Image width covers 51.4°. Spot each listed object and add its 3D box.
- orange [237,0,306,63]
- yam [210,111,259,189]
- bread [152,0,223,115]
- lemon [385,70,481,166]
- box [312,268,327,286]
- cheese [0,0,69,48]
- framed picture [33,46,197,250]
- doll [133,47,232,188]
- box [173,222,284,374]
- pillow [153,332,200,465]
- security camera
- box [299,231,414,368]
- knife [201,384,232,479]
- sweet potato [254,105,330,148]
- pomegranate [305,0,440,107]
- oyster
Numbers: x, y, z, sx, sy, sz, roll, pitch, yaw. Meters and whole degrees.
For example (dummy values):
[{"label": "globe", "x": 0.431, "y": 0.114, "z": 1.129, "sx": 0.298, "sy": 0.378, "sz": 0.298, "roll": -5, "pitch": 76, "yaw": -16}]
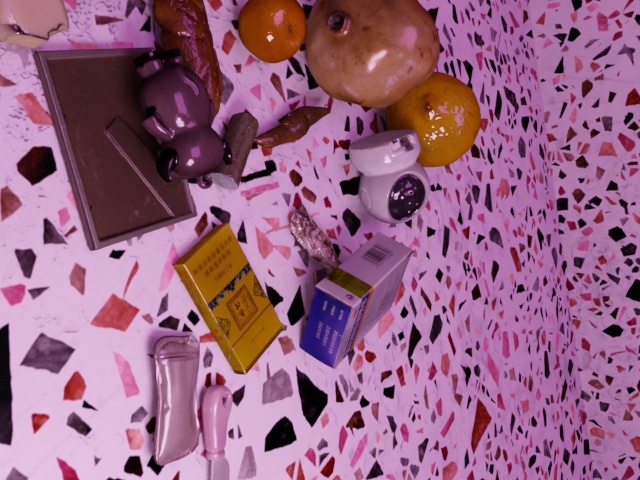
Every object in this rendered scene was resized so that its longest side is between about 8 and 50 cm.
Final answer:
[{"label": "orange", "x": -0.109, "y": -0.469, "z": 1.454, "sx": 0.159, "sy": 0.136, "sz": 0.158, "roll": -22, "pitch": 120, "yaw": -43}, {"label": "yam", "x": -0.181, "y": -0.186, "z": 1.383, "sx": 0.068, "sy": 0.068, "sz": 0.169, "roll": 43, "pitch": 49, "yaw": -40}, {"label": "bread", "x": -0.249, "y": -0.368, "z": 1.302, "sx": 0.124, "sy": 0.084, "sz": 0.343, "roll": -25, "pitch": 105, "yaw": -50}, {"label": "lemon", "x": 0.316, "y": -0.339, "z": 1.880, "sx": 0.293, "sy": 0.293, "sz": 0.292, "roll": 9, "pitch": 78, "yaw": -51}, {"label": "box", "x": 0.003, "y": 0.112, "z": 1.622, "sx": 0.046, "sy": 0.012, "sz": 0.083, "roll": -9, "pitch": 91, "yaw": -53}, {"label": "cheese", "x": -0.469, "y": -0.428, "z": 1.053, "sx": 0.127, "sy": 0.050, "sz": 0.255, "roll": -1, "pitch": 79, "yaw": -53}, {"label": "framed picture", "x": -0.354, "y": -0.175, "z": 1.192, "sx": 0.247, "sy": 0.022, "sz": 0.334, "roll": -25, "pitch": 105, "yaw": -51}, {"label": "doll", "x": -0.256, "y": -0.215, "z": 1.211, "sx": 0.182, "sy": 0.117, "sz": 0.257, "roll": -29, "pitch": 107, "yaw": -49}, {"label": "box", "x": -0.182, "y": 0.120, "z": 1.363, "sx": 0.153, "sy": 0.041, "sz": 0.278, "roll": -50, "pitch": 123, "yaw": -45}, {"label": "pillow", "x": -0.264, "y": 0.290, "z": 1.230, "sx": 0.131, "sy": 0.038, "sz": 0.232, "roll": 10, "pitch": 79, "yaw": -63}, {"label": "security camera", "x": 0.186, "y": -0.160, "z": 1.759, "sx": 0.195, "sy": 0.195, "sz": 0.236, "roll": -34, "pitch": 117, "yaw": -49}, {"label": "box", "x": 0.087, "y": 0.135, "z": 1.580, "sx": 0.299, "sy": 0.106, "sz": 0.200, "roll": -36, "pitch": 149, "yaw": -47}, {"label": "knife", "x": -0.203, "y": 0.451, "z": 1.304, "sx": 0.081, "sy": 0.043, "sz": 0.335, "roll": 2, "pitch": 90, "yaw": -66}, {"label": "sweet potato", "x": -0.065, "y": -0.264, "z": 1.545, "sx": 0.274, "sy": 0.067, "sz": 0.067, "roll": -38, "pitch": 115, "yaw": -46}, {"label": "pomegranate", "x": 0.123, "y": -0.489, "z": 1.617, "sx": 0.333, "sy": 0.333, "sz": 0.332, "roll": 9, "pitch": 78, "yaw": -51}, {"label": "oyster", "x": -0.003, "y": 0.000, "z": 1.583, "sx": 0.200, "sy": 0.061, "sz": 0.106, "roll": 44, "pitch": 51, "yaw": -30}]
